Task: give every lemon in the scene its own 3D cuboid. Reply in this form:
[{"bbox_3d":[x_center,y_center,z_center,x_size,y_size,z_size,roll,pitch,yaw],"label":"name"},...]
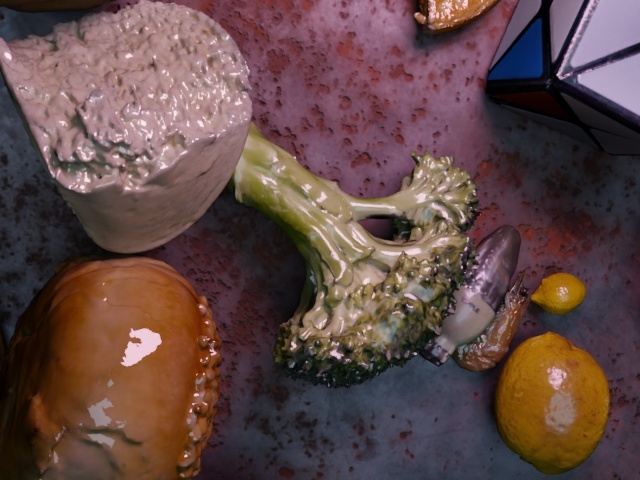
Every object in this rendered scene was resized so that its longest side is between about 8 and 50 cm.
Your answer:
[{"bbox_3d":[0.352,0.247,1.188,0.170,0.170,0.207,16,91,-10],"label":"lemon"},{"bbox_3d":[0.373,0.084,1.220,0.092,0.065,0.065,-10,99,-8],"label":"lemon"}]

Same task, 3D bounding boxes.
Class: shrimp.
[{"bbox_3d":[0.268,0.124,1.228,0.099,0.041,0.180,33,93,4],"label":"shrimp"}]

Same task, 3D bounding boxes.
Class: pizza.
[{"bbox_3d":[0.178,-0.408,1.129,0.188,0.062,0.199,-34,95,-15],"label":"pizza"}]

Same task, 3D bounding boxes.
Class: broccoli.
[{"bbox_3d":[-0.002,0.029,1.079,0.397,0.275,0.353,19,50,-16],"label":"broccoli"}]

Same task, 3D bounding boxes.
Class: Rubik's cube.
[{"bbox_3d":[0.413,-0.271,1.085,0.248,0.250,0.246,22,94,-13],"label":"Rubik's cube"}]

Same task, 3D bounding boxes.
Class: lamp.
[{"bbox_3d":[0.227,0.079,1.175,0.101,0.101,0.250,37,80,-11],"label":"lamp"}]

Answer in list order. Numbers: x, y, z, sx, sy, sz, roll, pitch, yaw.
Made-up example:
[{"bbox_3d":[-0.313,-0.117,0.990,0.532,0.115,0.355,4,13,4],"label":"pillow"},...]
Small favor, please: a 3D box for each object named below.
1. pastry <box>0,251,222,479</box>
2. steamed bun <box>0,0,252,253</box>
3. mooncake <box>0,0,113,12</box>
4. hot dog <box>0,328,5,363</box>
[{"bbox_3d":[-0.276,0.210,0.994,0.245,0.409,0.409,22,94,-28],"label":"pastry"},{"bbox_3d":[-0.218,-0.154,0.975,0.272,0.273,0.290,-20,56,-8],"label":"steamed bun"},{"bbox_3d":[-0.345,-0.449,0.898,0.201,0.378,0.378,-13,99,-2],"label":"mooncake"},{"bbox_3d":[-0.493,0.111,1.106,0.071,0.045,0.165,-12,99,-8],"label":"hot dog"}]
